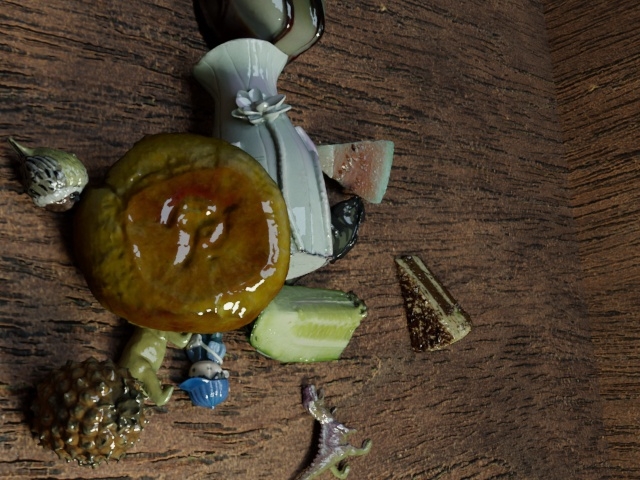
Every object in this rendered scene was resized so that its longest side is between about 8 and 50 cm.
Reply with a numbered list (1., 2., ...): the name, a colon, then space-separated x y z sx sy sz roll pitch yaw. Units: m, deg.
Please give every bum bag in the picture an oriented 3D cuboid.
1. bum bag: 0.000 0.000 2.082 0.340 0.095 0.144 -29 139 -61

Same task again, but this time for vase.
1. vase: -0.118 -0.147 1.832 0.250 0.250 0.445 13 60 -53

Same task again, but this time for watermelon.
1. watermelon: 0.062 -0.173 2.263 0.241 0.095 0.154 12 80 -52

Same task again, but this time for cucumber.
1. cucumber: -0.053 0.160 1.961 0.325 0.105 0.145 7 116 -53

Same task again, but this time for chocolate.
1. chocolate: -0.100 -0.479 2.017 0.284 0.186 0.283 22 63 -51

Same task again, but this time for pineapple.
1. pineapple: -0.326 0.250 1.447 0.166 0.193 0.166 14 72 -46

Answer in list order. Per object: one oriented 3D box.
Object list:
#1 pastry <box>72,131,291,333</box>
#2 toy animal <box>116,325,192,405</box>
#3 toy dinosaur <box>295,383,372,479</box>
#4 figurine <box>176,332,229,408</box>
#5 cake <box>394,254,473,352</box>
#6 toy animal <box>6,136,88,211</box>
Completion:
1. pastry: -0.217 -0.006 1.589 0.164 0.356 0.355 119 -31 -73
2. toy animal: -0.282 0.166 1.647 0.101 0.103 0.218 28 59 -20
3. toy dinosaur: 0.002 0.430 2.003 0.200 0.072 0.251 34 65 -33
4. figurine: -0.204 0.221 1.751 0.087 0.086 0.149 72 13 -53
5. cake: 0.281 0.145 2.420 0.112 0.135 0.245 -8 86 -55
6. toy animal: -0.424 -0.098 1.514 0.137 0.098 0.098 21 61 -31
